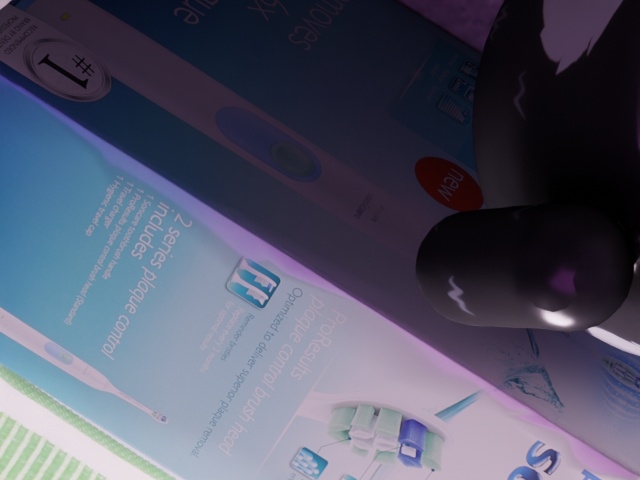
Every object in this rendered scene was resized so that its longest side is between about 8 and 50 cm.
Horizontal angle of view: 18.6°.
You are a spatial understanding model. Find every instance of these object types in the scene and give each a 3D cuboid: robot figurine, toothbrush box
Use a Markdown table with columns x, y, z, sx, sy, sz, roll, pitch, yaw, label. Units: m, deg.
| x | y | z | sx | sy | sz | roll | pitch | yaw | label |
| --- | --- | --- | --- | --- | --- | --- | --- | --- | --- |
| 0.151 | -0.041 | 0.624 | 0.174 | 0.278 | 0.209 | 25 | 85 | -15 | robot figurine |
| 0.000 | 0.000 | 0.812 | 0.295 | 0.216 | 0.126 | 34 | 124 | 1 | toothbrush box |

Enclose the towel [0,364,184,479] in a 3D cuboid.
| x | y | z | sx | sy | sz | roll | pitch | yaw | label |
| --- | --- | --- | --- | --- | --- | --- | --- | --- | --- |
| -0.180 | 0.190 | 1.092 | 0.248 | 0.038 | 0.325 | 31 | 124 | 1 | towel |
